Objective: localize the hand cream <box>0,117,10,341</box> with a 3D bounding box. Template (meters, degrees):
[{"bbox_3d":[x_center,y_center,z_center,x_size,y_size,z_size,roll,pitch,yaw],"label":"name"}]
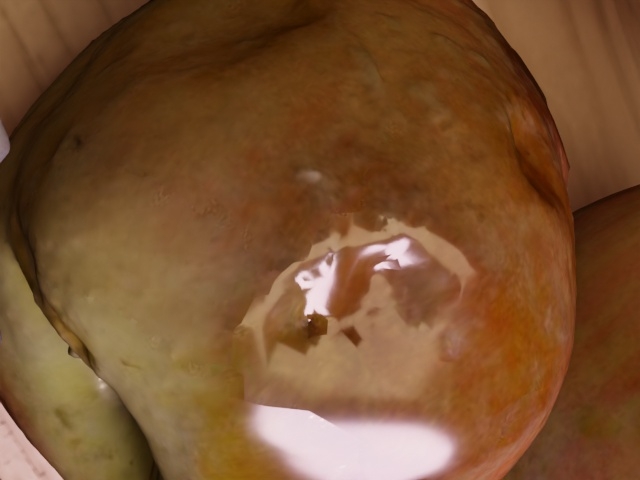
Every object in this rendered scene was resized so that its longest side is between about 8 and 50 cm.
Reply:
[{"bbox_3d":[-0.164,-0.116,0.287,0.124,0.077,0.341,-31,104,-22],"label":"hand cream"}]

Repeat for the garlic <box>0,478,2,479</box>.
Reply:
[{"bbox_3d":[-0.270,0.096,0.295,0.340,0.246,0.231,18,100,-48],"label":"garlic"}]

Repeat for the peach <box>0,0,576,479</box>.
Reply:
[{"bbox_3d":[0.000,0.000,0.467,0.235,0.214,0.214,-43,118,-27],"label":"peach"}]

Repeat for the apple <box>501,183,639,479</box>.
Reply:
[{"bbox_3d":[0.182,0.091,0.561,0.234,0.257,0.257,-31,114,-14],"label":"apple"}]
